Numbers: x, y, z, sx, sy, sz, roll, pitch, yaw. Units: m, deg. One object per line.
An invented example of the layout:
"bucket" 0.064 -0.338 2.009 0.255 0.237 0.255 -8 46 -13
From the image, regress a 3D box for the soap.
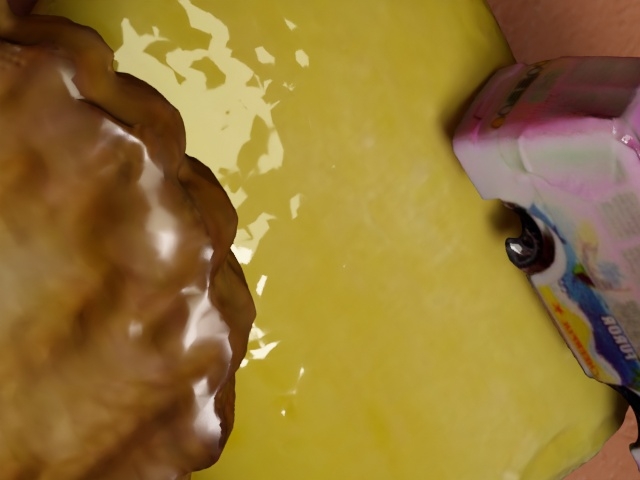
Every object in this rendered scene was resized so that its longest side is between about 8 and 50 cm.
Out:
"soap" -0.001 0.000 1.082 0.306 0.115 0.427 -33 114 -13

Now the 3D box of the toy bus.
"toy bus" 0.183 0.022 1.075 0.274 0.112 0.090 57 45 -24

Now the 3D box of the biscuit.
"biscuit" -0.187 0.016 0.946 0.325 0.107 0.326 5 117 11
